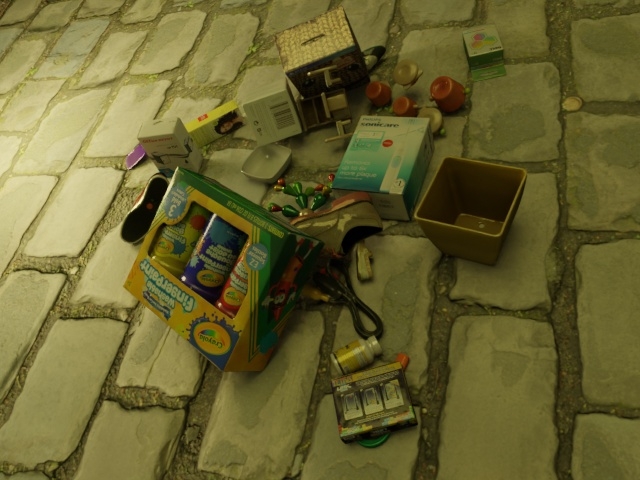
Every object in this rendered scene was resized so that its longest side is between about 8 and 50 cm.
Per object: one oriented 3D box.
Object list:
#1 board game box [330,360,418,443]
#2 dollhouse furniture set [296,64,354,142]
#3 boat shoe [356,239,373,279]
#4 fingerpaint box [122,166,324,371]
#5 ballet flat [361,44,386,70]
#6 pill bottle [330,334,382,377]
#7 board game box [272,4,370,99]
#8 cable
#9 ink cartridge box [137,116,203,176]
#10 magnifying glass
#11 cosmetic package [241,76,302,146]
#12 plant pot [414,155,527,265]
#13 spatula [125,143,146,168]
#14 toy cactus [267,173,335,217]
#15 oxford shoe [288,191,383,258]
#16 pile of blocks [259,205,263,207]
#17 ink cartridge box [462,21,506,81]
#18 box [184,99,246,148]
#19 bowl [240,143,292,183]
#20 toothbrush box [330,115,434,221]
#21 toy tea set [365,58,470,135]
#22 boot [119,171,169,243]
[{"bbox_3d":[0.117,0.360,1.342,0.170,0.048,0.141,-17,49,8],"label":"board game box"},{"bbox_3d":[0.005,-0.413,1.880,0.161,0.212,0.242,-13,9,7],"label":"dollhouse furniture set"},{"bbox_3d":[0.119,0.050,1.612,0.045,0.050,0.135,0,52,1],"label":"boat shoe"},{"bbox_3d":[-0.266,0.066,1.556,0.445,0.163,0.371,31,98,34],"label":"fingerpaint box"},{"bbox_3d":[0.137,-0.617,2.103,0.203,0.074,0.074,-17,50,6],"label":"ballet flat"},{"bbox_3d":[0.087,0.274,1.436,0.116,0.065,0.065,-27,50,-3],"label":"pill bottle"},{"bbox_3d":[0.013,-0.586,1.945,0.232,0.291,0.141,-19,78,12],"label":"board game box"},{"bbox_3d":[0.065,0.151,1.564,0.287,0.072,0.139,39,55,24],"label":"cable"},{"bbox_3d":[-0.498,-0.307,2.001,0.140,0.190,0.082,-4,53,16],"label":"ink cartridge box"},{"bbox_3d":[0.146,0.363,1.377,0.092,0.026,0.231,15,62,29],"label":"magnifying glass"},{"bbox_3d":[-0.155,-0.421,1.961,0.152,0.151,0.183,-18,26,5],"label":"cosmetic package"},{"bbox_3d":[0.383,-0.058,1.508,0.212,0.187,0.212,15,59,28],"label":"plant pot"},{"bbox_3d":[-0.574,-0.352,2.167,0.297,0.030,0.084,-28,48,-3],"label":"spatula"},{"bbox_3d":[-0.046,-0.108,1.764,0.219,0.112,0.180,-14,60,-3],"label":"toy cactus"},{"bbox_3d":[0.000,0.000,1.592,0.348,0.123,0.130,-30,57,3],"label":"oxford shoe"},{"bbox_3d":[-0.330,-0.051,1.822,0.362,0.149,0.112,4,98,32],"label":"pile of blocks"},{"bbox_3d":[0.534,-0.619,1.968,0.109,0.062,0.209,-9,52,11],"label":"ink cartridge box"},{"bbox_3d":[-0.383,-0.397,2.101,0.232,0.087,0.058,-28,50,-2],"label":"box"},{"bbox_3d":[-0.169,-0.241,1.927,0.142,0.053,0.142,19,62,29],"label":"bowl"},{"bbox_3d":[0.187,-0.215,1.738,0.216,0.126,0.295,9,56,25],"label":"toothbrush box"},{"bbox_3d":[0.306,-0.453,1.913,0.336,0.124,0.200,38,102,33],"label":"toy tea set"},{"bbox_3d":[-0.568,-0.108,1.956,0.244,0.088,0.176,-59,20,2],"label":"boot"}]
